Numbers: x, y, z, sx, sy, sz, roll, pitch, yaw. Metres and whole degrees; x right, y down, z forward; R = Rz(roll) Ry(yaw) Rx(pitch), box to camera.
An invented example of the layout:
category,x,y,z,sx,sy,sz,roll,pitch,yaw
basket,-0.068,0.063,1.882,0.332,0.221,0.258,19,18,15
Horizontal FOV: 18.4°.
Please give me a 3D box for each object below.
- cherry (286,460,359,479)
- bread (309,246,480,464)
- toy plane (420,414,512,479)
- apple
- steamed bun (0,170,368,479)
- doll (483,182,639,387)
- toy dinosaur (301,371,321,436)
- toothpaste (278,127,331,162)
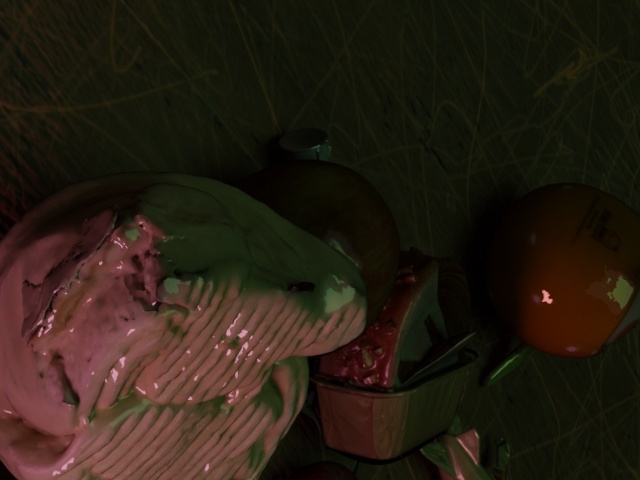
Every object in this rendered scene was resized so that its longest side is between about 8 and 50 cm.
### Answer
category,x,y,z,sx,sy,sz,roll,pitch,yaw
cherry,0.020,0.270,2.053,0.225,0.090,0.107,-27,105,-58
bread,0.085,0.114,2.059,0.224,0.142,0.212,-19,119,-60
toy plane,0.189,0.318,2.243,0.244,0.092,0.229,64,30,-4
apple,-0.016,0.015,1.903,0.174,0.188,0.188,-32,117,-41
steamed bun,-0.149,0.063,1.696,0.346,0.237,0.394,-30,148,-21
doll,0.280,0.053,2.315,0.213,0.213,0.236,-42,167,-43
toy dinosaur,-0.018,0.169,2.044,0.062,0.021,0.083,-17,100,-51
toothpaste,0.000,0.000,2.038,0.089,0.057,0.234,-37,128,-43
